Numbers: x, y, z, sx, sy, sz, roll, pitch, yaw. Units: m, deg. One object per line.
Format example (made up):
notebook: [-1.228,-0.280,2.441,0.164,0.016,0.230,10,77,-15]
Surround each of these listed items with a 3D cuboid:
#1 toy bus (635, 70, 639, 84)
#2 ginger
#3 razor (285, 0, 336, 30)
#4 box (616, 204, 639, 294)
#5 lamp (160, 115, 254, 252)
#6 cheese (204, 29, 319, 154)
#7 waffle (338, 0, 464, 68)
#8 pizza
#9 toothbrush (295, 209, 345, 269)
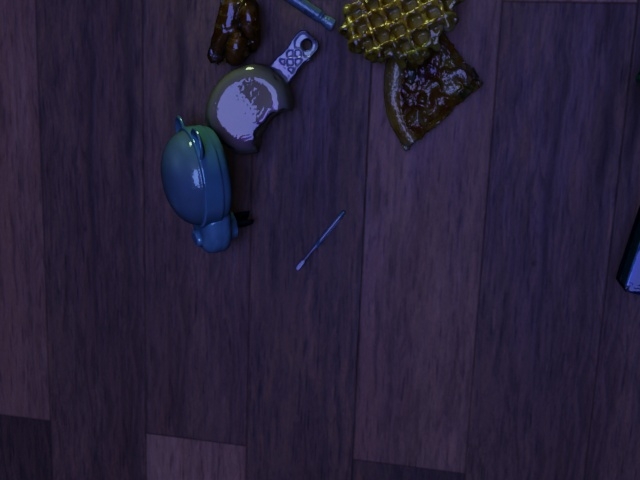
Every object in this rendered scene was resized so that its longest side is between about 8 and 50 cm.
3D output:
toy bus: [0.650,-0.294,1.322,0.128,0.256,0.147,37,108,3]
ginger: [-0.167,-0.427,1.558,0.103,0.073,0.162,28,112,19]
razor: [-0.069,-0.498,1.526,0.232,0.106,0.068,31,106,-8]
box: [0.744,0.001,1.435,0.278,0.116,0.262,15,104,10]
lamp: [-0.246,-0.108,1.574,0.147,0.209,0.284,-29,121,-10]
cheese: [-0.111,-0.311,1.562,0.286,0.082,0.163,-42,91,15]
waffle: [0.158,-0.462,1.463,0.249,0.056,0.253,16,93,29]
pizza: [0.221,-0.316,1.504,0.197,0.058,0.292,12,103,10]
toothbrush: [0.000,0.000,1.635,0.011,0.014,0.167,40,104,3]
